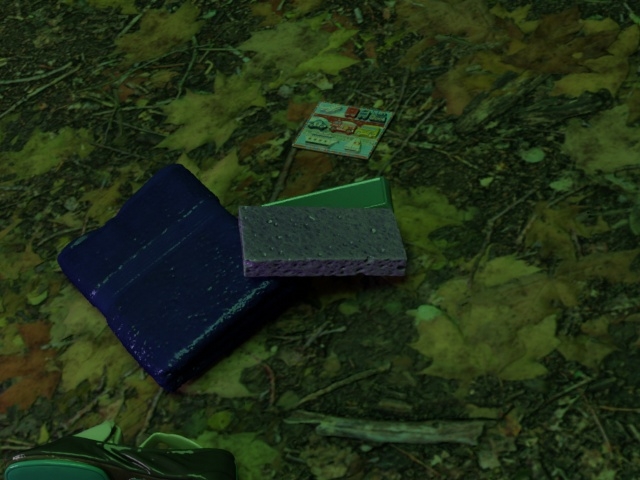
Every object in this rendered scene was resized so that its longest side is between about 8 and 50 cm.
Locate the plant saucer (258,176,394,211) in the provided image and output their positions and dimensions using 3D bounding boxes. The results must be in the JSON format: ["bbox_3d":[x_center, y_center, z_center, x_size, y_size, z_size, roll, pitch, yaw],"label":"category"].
[{"bbox_3d":[0.003,-0.045,1.709,0.192,0.018,0.067,-14,46,8],"label":"plant saucer"}]

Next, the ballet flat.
[{"bbox_3d":[-0.227,0.268,1.457,0.280,0.095,0.096,7,41,11],"label":"ballet flat"}]

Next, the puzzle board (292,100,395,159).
[{"bbox_3d":[0.033,-0.164,1.813,0.128,0.011,0.096,11,53,28],"label":"puzzle board"}]

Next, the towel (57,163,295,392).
[{"bbox_3d":[-0.193,0.047,1.661,0.227,0.076,0.308,-40,49,-9],"label":"towel"}]

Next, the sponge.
[{"bbox_3d":[0.000,0.000,1.596,0.210,0.031,0.117,0,37,-10],"label":"sponge"}]
